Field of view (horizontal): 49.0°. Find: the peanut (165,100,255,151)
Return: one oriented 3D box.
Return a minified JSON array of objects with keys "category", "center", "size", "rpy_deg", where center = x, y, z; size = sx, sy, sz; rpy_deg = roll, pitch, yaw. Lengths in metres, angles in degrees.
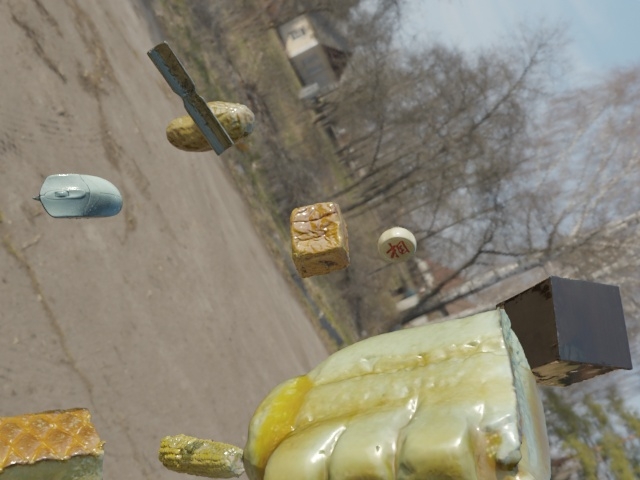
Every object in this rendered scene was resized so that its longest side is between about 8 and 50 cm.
[{"category":"peanut","center":[-0.254,-0.260,1.604],"size":[0.108,0.226,0.095],"rpy_deg":[62,30,-33]}]

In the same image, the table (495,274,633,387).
[{"category":"table","center":[0.481,0.190,1.407],"size":[0.193,0.172,0.169],"rpy_deg":[132,-36,-59]}]

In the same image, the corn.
[{"category":"corn","center":[-0.265,0.470,1.527],"size":[0.086,0.288,0.087],"rpy_deg":[9,77,-43]}]

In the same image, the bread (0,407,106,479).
[{"category":"bread","center":[-0.699,0.568,1.746],"size":[0.279,0.279,0.207],"rpy_deg":[25,-67,57]}]

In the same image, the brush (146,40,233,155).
[{"category":"brush","center":[-0.232,-0.253,1.261],"size":[0.036,0.043,0.248],"rpy_deg":[49,-6,45]}]

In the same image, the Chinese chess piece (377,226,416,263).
[{"category":"Chinese chess piece","center":[0.241,0.016,2.210],"size":[0.051,0.122,0.122],"rpy_deg":[-91,157,-49]}]

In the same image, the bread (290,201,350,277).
[{"category":"bread","center":[0.000,0.000,1.790],"size":[0.158,0.149,0.143],"rpy_deg":[79,2,-59]}]

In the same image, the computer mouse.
[{"category":"computer mouse","center":[-0.590,-0.110,1.739],"size":[0.229,0.068,0.113],"rpy_deg":[-1,73,-42]}]

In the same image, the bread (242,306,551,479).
[{"category":"bread","center":[0.085,0.244,0.792],"size":[0.300,0.341,0.210],"rpy_deg":[-68,140,-68]}]
